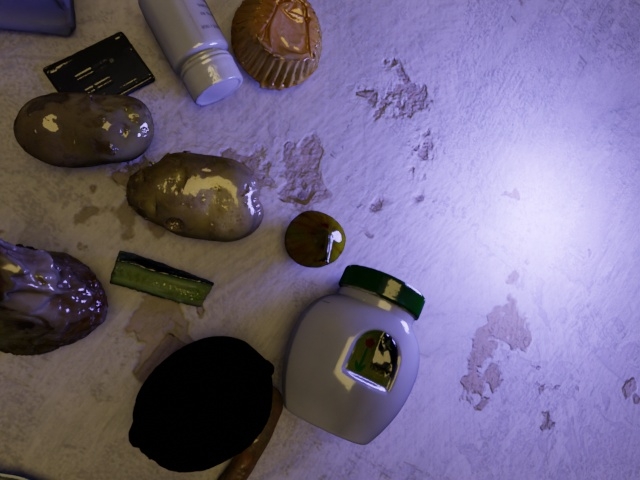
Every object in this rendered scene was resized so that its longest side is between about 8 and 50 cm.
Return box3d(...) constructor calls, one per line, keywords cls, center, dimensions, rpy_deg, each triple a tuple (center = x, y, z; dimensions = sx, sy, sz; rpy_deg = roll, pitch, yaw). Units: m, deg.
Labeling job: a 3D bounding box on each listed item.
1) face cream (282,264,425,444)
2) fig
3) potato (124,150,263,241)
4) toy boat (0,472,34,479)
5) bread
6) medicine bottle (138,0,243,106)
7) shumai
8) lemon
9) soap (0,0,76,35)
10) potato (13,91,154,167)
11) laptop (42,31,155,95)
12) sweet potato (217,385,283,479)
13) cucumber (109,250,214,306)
box3d(cls="face cream", center=(0.083, 0.258, 1.038), dimensions=(0.312, 0.219, 0.357), rpy_deg=(28, 75, -13))
box3d(cls="fig", center=(-0.012, -0.008, 1.045), dimensions=(0.142, 0.186, 0.148), rpy_deg=(40, 67, 6))
box3d(cls="potato", center=(-0.270, -0.098, 0.990), dimensions=(0.295, 0.141, 0.192), rpy_deg=(7, 101, -18))
box3d(cls="toy boat", center=(-0.622, 0.497, 0.883), dimensions=(0.228, 0.046, 0.080), rpy_deg=(27, 80, -14))
box3d(cls="bread", center=(-0.099, -0.491, 1.071), dimensions=(0.239, 0.139, 0.240), rpy_deg=(2, 83, -19))
box3d(cls="medicine bottle", center=(-0.287, -0.446, 1.005), dimensions=(0.144, 0.144, 0.252), rpy_deg=(-28, 92, -18))
box3d(cls="shumai", center=(-0.576, 0.106, 0.801), dimensions=(0.345, 0.283, 0.217), rpy_deg=(16, 80, -16))
box3d(cls="lemon", center=(-0.240, 0.333, 0.916), dimensions=(0.319, 0.245, 0.246), rpy_deg=(-28, 95, -9))
box3d(cls="soap", center=(-0.715, -0.612, 0.843), dimensions=(0.434, 0.213, 0.351), rpy_deg=(1, 85, -19))
box3d(cls="potato", center=(-0.477, -0.227, 0.919), dimensions=(0.261, 0.165, 0.165), rpy_deg=(-4, 88, -6))
box3d(cls="laptop", center=(-0.492, -0.372, 0.999), dimensions=(0.197, 0.016, 0.135), rpy_deg=(-37, 96, -17))
box3d(cls="sweet potato", center=(-0.159, 0.467, 1.027), dimensions=(0.075, 0.075, 0.274), rpy_deg=(28, 83, -14))
box3d(cls="cucumber", center=(-0.350, 0.083, 0.997), dimensions=(0.211, 0.062, 0.078), rpy_deg=(19, 115, -22))
